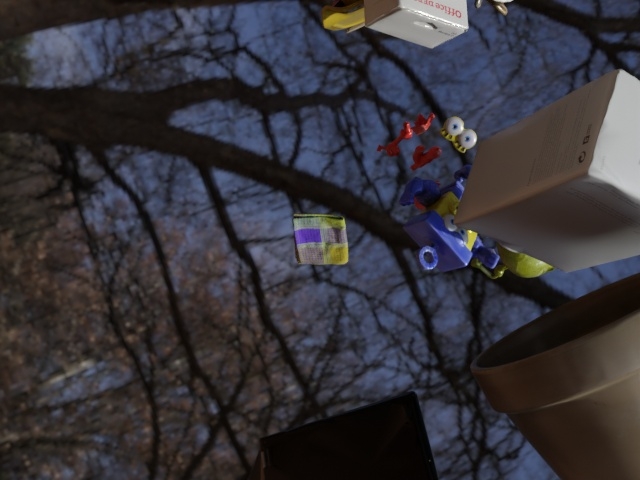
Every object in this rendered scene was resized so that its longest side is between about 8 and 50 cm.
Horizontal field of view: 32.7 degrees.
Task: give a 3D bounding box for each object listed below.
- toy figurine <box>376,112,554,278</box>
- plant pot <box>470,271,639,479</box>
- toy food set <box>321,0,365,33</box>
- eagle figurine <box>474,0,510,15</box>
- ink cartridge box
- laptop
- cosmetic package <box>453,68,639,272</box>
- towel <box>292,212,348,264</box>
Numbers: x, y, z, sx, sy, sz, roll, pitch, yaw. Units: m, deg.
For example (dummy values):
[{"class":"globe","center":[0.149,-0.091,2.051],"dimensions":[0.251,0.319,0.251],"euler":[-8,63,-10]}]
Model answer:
[{"class":"toy figurine","center":[0.211,-0.005,1.808],"dimensions":[0.191,0.217,0.362],"euler":[-22,-64,45]},{"class":"plant pot","center":[0.395,0.213,1.370],"dimensions":[0.280,0.323,0.323],"euler":[63,-30,2]},{"class":"toy food set","center":[0.062,-0.426,1.918],"dimensions":[0.071,0.128,0.218],"euler":[67,15,0]},{"class":"eagle figurine","center":[0.283,-0.479,1.505],"dimensions":[0.298,0.226,0.225],"euler":[-43,-103,24]},{"class":"ink cartridge box","center":[0.150,-0.436,1.761],"dimensions":[0.093,0.154,0.212],"euler":[-22,-114,49]},{"class":"laptop","center":[0.019,0.498,1.660],"dimensions":[0.236,0.408,0.382],"euler":[63,11,-46]},{"class":"cosmetic package","center":[0.374,-0.080,1.527],"dimensions":[0.385,0.217,0.156],"euler":[-20,-131,69]},{"class":"towel","center":[0.000,0.000,1.195],"dimensions":[0.083,0.060,0.009],"euler":[87,8,-52]}]
